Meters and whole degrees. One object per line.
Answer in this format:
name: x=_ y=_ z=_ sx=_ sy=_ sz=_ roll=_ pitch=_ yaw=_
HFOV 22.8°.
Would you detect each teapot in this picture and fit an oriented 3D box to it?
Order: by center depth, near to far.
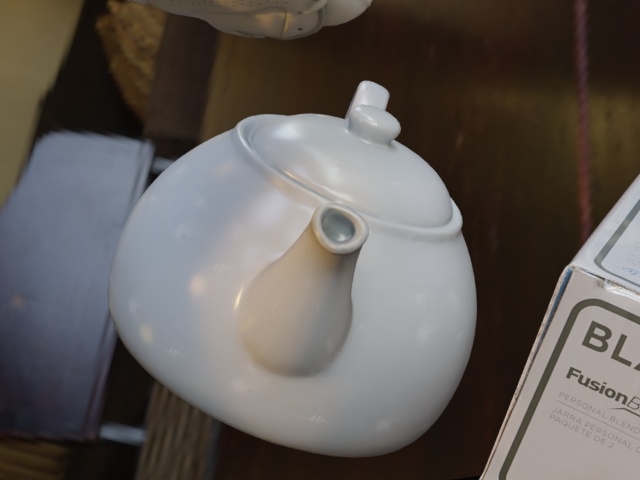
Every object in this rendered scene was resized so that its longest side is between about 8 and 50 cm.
teapot: x=0.000 y=0.000 z=0.996 sx=0.256 sy=0.252 sz=0.187 roll=39 pitch=114 yaw=40

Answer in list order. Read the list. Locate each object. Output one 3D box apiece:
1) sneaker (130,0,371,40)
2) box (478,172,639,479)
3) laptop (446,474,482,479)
sneaker: x=-0.018 y=-0.138 z=0.663 sx=0.090 sy=0.115 sz=0.232 roll=-67 pitch=16 yaw=-8
box: x=0.182 y=0.041 z=0.600 sx=0.290 sy=0.169 sz=0.087 roll=-38 pitch=-29 yaw=-65
laptop: x=0.062 y=0.320 z=0.650 sx=0.408 sy=0.236 sz=0.382 roll=-16 pitch=39 yaw=40
